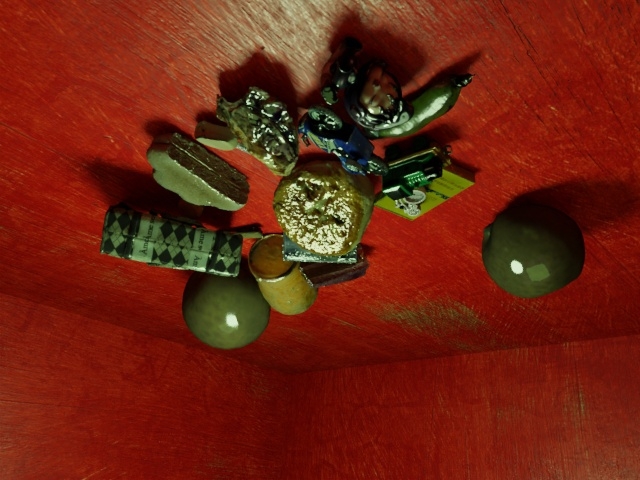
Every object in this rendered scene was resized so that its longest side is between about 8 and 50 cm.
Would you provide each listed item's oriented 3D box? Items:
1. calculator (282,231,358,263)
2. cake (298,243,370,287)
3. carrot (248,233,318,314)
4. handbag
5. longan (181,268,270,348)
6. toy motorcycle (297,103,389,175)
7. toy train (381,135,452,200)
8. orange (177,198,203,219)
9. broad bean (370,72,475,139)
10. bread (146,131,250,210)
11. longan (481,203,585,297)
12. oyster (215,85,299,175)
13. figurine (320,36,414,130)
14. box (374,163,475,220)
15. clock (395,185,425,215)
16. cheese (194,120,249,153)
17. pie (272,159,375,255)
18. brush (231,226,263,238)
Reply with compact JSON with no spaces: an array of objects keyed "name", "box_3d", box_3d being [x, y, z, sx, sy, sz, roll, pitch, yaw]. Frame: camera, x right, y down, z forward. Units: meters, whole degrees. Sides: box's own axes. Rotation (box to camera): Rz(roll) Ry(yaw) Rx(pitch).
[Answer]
[{"name":"calculator","box_3d":[0.000,0.000,1.823,0.261,0.021,0.161,3,110,3]},{"name":"cake","box_3d":[0.057,0.089,1.916,0.295,0.116,0.113,-12,151,-37]},{"name":"carrot","box_3d":[-0.132,0.140,2.021,0.224,0.224,0.341,-1,151,12]},{"name":"handbag","box_3d":[-0.469,-0.003,1.729,0.415,0.180,0.316,12,-176,-13]},{"name":"longan","box_3d":[-0.386,0.266,2.180,0.404,0.336,0.405,33,147,26]},{"name":"toy motorcycle","box_3d":[0.047,-0.240,1.296,0.168,0.113,0.315,20,170,41]},{"name":"toy train","box_3d":[0.237,-0.183,1.381,0.227,0.136,0.091,-13,150,37]},{"name":"orange","box_3d":[-0.419,-0.107,1.723,0.083,0.070,0.083,11,155,5]},{"name":"broad bean","box_3d":[0.226,-0.296,1.230,0.077,0.061,0.339,28,146,-28]},{"name":"bread","box_3d":[-0.365,-0.181,1.526,0.183,0.102,0.337,-14,148,33]},{"name":"longan","box_3d":[0.631,0.035,1.616,0.288,0.289,0.350,8,160,-8]},{"name":"oyster","box_3d":[-0.146,-0.258,1.291,0.271,0.100,0.275,39,165,-18]},{"name":"figurine","box_3d":[0.096,-0.310,1.143,0.222,0.145,0.145,28,146,-29]},{"name":"box","box_3d":[0.296,-0.146,1.558,0.153,0.041,0.279,18,152,-25]},{"name":"clock","box_3d":[0.257,-0.116,1.538,0.087,0.041,0.129,-2,148,6]},{"name":"cheese","box_3d":[-0.240,-0.260,1.382,0.171,0.048,0.092,15,173,-18]},{"name":"pie","box_3d":[0.008,-0.092,1.537,0.315,0.092,0.315,2,123,4]},{"name":"brush","box_3d":[-0.312,-0.025,1.928,0.247,0.036,0.043,-3,150,31]}]
